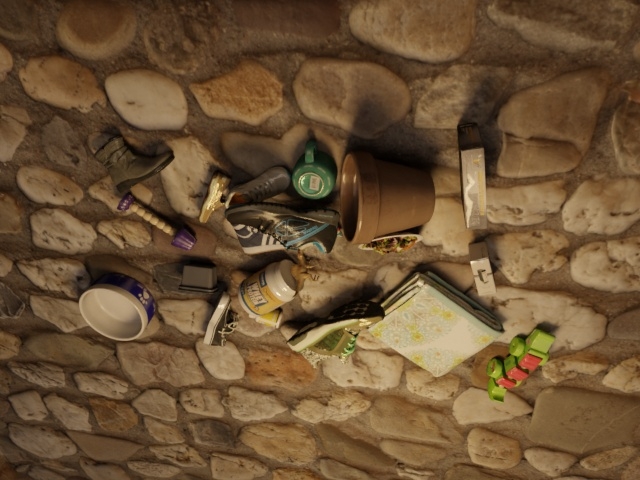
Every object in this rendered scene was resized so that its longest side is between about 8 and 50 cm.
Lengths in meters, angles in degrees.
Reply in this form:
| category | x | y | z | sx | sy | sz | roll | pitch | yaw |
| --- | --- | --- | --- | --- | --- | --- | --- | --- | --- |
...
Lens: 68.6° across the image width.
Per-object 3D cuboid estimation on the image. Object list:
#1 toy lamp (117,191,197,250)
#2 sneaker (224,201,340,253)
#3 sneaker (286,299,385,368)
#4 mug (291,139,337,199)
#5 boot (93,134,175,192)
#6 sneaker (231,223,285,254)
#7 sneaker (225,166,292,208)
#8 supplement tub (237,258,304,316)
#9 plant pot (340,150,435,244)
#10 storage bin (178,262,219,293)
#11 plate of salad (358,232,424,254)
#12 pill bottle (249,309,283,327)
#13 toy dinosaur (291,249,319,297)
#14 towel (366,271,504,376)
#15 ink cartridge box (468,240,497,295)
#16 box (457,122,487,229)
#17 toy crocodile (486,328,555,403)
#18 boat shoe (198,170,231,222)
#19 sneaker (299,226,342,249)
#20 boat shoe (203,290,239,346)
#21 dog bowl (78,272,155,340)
| category | x | y | z | sx | sy | sz | roll | pitch | yaw |
| --- | --- | --- | --- | --- | --- | --- | --- | --- | --- |
| toy lamp | -0.546 | -0.058 | 1.585 | 0.275 | 0.080 | 0.080 | 32 | 123 | -11 |
| sneaker | -0.112 | -0.039 | 1.373 | 0.341 | 0.125 | 0.139 | 6 | 93 | -8 |
| sneaker | 0.078 | 0.342 | 1.656 | 0.410 | 0.158 | 0.182 | -29 | 98 | 35 |
| mug | -0.027 | -0.195 | 1.373 | 0.129 | 0.097 | 0.158 | -32 | 112 | 28 |
| boot | -0.591 | -0.260 | 1.464 | 0.247 | 0.083 | 0.161 | -22 | 110 | 22 |
| sneaker | -0.156 | -0.052 | 1.495 | 0.282 | 0.099 | 0.153 | -13 | 121 | 22 |
| sneaker | -0.190 | -0.151 | 1.441 | 0.229 | 0.092 | 0.087 | -22 | 114 | 23 |
| supplement tub | -0.170 | 0.162 | 1.608 | 0.200 | 0.144 | 0.144 | -32 | 112 | 27 |
| plant pot | 0.188 | -0.121 | 1.310 | 0.229 | 0.263 | 0.263 | -2 | 124 | -7 |
| storage bin | -0.432 | 0.133 | 1.686 | 0.135 | 0.098 | 0.091 | 7 | 96 | 8 |
| plate of salad | 0.214 | 0.015 | 1.421 | 0.200 | 0.200 | 0.048 | -10 | 79 | 18 |
| pill bottle | -0.203 | 0.279 | 1.740 | 0.116 | 0.065 | 0.065 | 17 | 124 | 0 |
| toy dinosaur | -0.055 | 0.117 | 1.566 | 0.093 | 0.183 | 0.053 | 13 | 155 | -14 |
| towel | 0.384 | 0.293 | 1.617 | 0.374 | 0.090 | 0.320 | 35 | 126 | -11 |
| ink cartridge box | 0.499 | 0.086 | 1.446 | 0.056 | 0.099 | 0.135 | -13 | 118 | 20 |
| box | 0.403 | -0.172 | 1.248 | 0.056 | 0.183 | 0.231 | -5 | 121 | 15 |
| toy crocodile | 0.688 | 0.436 | 1.632 | 0.115 | 0.105 | 0.340 | 25 | 124 | -5 |
| boat shoe | -0.337 | -0.128 | 1.506 | 0.072 | 0.068 | 0.190 | 19 | 125 | -15 |
| sneaker | 0.000 | 0.000 | 1.519 | 0.161 | 0.057 | 0.075 | -35 | 104 | 26 |
| boat shoe | -0.364 | 0.307 | 1.766 | 0.105 | 0.113 | 0.306 | 19 | 127 | -9 |
| dog bowl | -0.788 | 0.260 | 1.827 | 0.265 | 0.104 | 0.264 | 6 | 123 | 9 |
